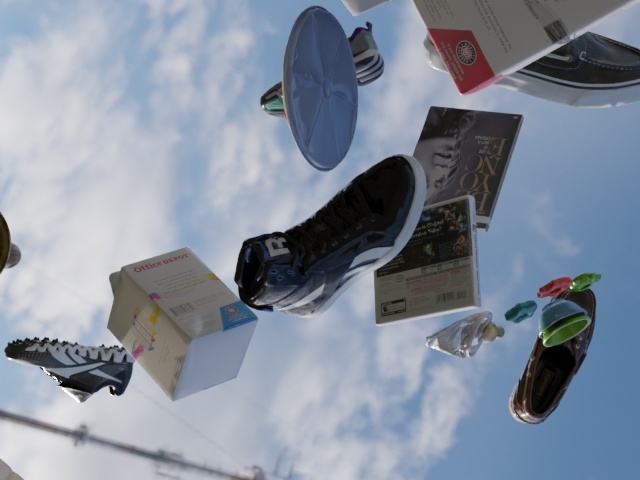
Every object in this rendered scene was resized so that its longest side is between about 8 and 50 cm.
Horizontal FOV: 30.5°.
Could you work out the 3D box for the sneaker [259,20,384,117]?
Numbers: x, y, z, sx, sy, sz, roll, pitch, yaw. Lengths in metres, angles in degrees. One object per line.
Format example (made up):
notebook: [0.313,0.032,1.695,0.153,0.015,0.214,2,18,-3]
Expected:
sneaker: [-0.001,-0.281,1.949,0.223,0.083,0.098,-20,-121,18]

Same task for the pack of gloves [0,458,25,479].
pack of gloves: [-0.519,0.307,1.467,0.195,0.232,0.046,32,-62,25]

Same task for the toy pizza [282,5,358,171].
toy pizza: [-0.006,-0.184,1.434,0.032,0.201,0.201,0,-111,25]

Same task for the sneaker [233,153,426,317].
sneaker: [0.000,0.000,1.119,0.217,0.121,0.079,-50,-125,30]

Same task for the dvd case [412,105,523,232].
dvd case: [0.223,-0.120,1.916,0.164,0.018,0.221,9,-116,26]

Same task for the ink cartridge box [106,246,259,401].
ink cartridge box: [-0.153,0.081,1.241,0.143,0.092,0.090,43,-50,30]

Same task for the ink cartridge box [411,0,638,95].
ink cartridge box: [0.207,-0.265,1.155,0.218,0.092,0.159,-27,-89,33]

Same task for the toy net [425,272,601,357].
toy net: [0.239,0.102,1.430,0.045,0.232,0.122,65,-28,23]

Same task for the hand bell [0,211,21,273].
hand bell: [-0.438,0.016,1.549,0.242,0.126,0.126,82,28,-84]

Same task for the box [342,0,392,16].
box: [0.153,-0.429,1.375,0.345,0.168,0.215,-10,-145,51]

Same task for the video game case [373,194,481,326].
video game case: [0.160,0.033,1.806,0.190,0.022,0.173,-15,-111,39]

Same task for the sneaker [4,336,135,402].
sneaker: [-0.426,0.224,2.011,0.078,0.234,0.106,0,-98,60]

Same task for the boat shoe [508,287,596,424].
boat shoe: [0.316,0.148,1.551,0.073,0.073,0.207,109,5,-75]

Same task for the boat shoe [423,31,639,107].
boat shoe: [0.313,-0.270,1.623,0.121,0.335,0.119,-84,-177,-51]
